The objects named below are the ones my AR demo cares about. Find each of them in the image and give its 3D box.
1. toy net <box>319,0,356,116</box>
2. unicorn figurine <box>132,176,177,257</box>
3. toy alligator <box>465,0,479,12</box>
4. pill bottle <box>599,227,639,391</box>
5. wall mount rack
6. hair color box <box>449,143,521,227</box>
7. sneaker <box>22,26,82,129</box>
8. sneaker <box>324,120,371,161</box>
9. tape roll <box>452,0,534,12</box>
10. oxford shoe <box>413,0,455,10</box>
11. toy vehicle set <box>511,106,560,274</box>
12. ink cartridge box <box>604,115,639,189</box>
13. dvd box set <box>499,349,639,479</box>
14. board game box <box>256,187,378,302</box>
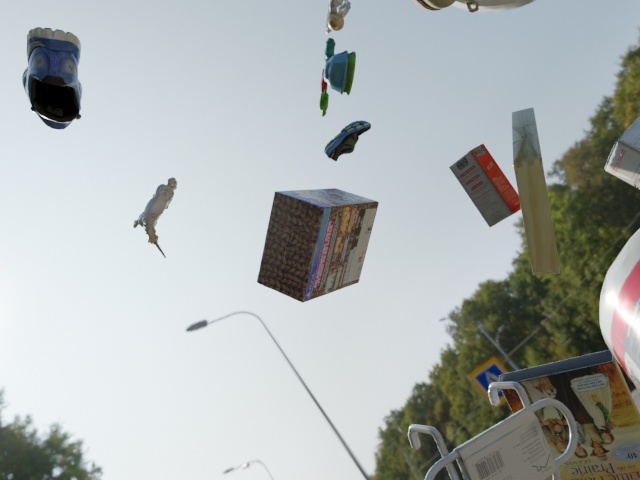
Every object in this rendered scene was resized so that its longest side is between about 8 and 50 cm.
[{"bbox_3d":[0.029,-0.324,0.946,0.045,0.232,0.122,5,-26,-4],"label":"toy net"},{"bbox_3d":[-0.303,-0.048,1.042,0.060,0.162,0.111,16,-13,-23],"label":"unicorn figurine"},{"bbox_3d":[0.234,-0.513,1.105,0.056,0.189,0.051,-49,-11,-8],"label":"toy alligator"},{"bbox_3d":[0.290,0.104,0.270,0.176,0.318,0.176,-2,-61,-3],"label":"pill bottle"},{"bbox_3d":[0.307,0.427,0.990,0.350,0.304,0.130,-17,-7,-27],"label":"wall mount rack"},{"bbox_3d":[0.313,-0.103,1.073,0.043,0.141,0.072,-29,-6,-31],"label":"hair color box"},{"bbox_3d":[-0.587,-0.314,1.237,0.129,0.147,0.330,3,-15,-21],"label":"sneaker"},{"bbox_3d":[0.100,-0.350,1.992,0.188,0.067,0.078,-39,-56,9],"label":"sneaker"},{"bbox_3d":[0.349,-0.656,1.125,0.392,0.392,0.072,-50,-7,19],"label":"tape roll"},{"bbox_3d":[0.173,-0.530,0.903,0.140,0.146,0.397,-41,-41,-4],"label":"oxford shoe"},{"bbox_3d":[0.319,-0.085,0.855,0.267,0.035,0.166,-58,-46,-58],"label":"toy vehicle set"},{"bbox_3d":[0.560,-0.123,0.933,0.063,0.150,0.109,-49,-25,-5],"label":"ink cartridge box"},{"bbox_3d":[0.718,0.521,1.562,0.307,0.420,0.062,-21,13,28],"label":"dvd box set"},{"bbox_3d":[0.000,0.000,1.428,0.291,0.141,0.232,-11,-63,-59],"label":"board game box"}]
